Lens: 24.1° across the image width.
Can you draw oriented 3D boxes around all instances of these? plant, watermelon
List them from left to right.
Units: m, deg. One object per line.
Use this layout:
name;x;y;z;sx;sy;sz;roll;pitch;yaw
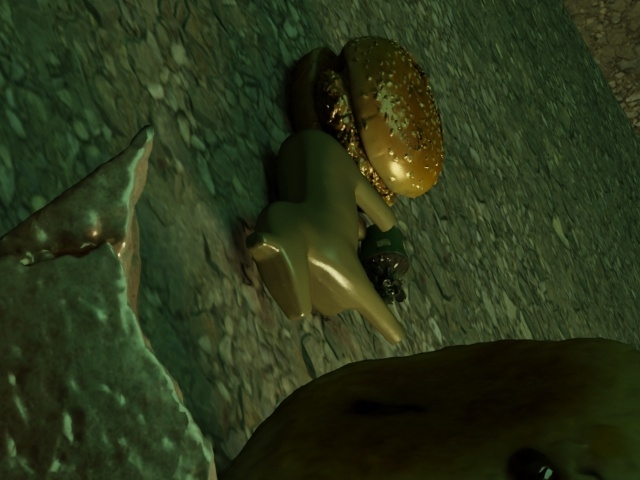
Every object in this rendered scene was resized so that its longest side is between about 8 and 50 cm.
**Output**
watermelon;-0.152;0.073;0.645;0.310;0.231;0.193;0;77;-73
plant;0.064;0.033;1.477;0.051;0.051;0.102;48;29;-42

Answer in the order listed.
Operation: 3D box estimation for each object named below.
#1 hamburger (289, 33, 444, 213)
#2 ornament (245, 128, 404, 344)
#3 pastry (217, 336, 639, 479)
hamburger;0.049;-0.124;1.518;0.191;0.118;0.182;28;40;-54
ornament;0.000;0.000;1.337;0.245;0.061;0.230;47;31;-45
pastry;0.106;0.240;0.932;0.388;0.388;0.313;-59;140;-66
